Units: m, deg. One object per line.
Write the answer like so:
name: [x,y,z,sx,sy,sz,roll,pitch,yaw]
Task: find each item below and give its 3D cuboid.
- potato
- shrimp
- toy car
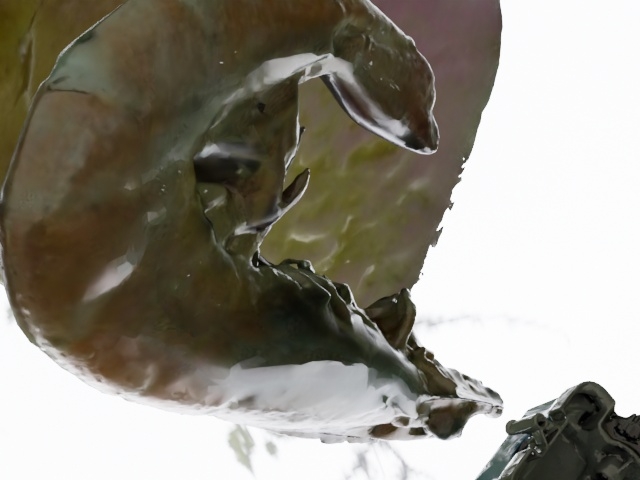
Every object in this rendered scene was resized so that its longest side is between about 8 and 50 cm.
potato: [-0.083,-0.059,0.771,0.266,0.229,0.229,23,-112,43]
shrimp: [0.001,0.001,0.568,0.052,0.251,0.143,29,-92,37]
toy car: [0.151,0.170,0.953,0.191,0.100,0.097,49,-126,-7]
